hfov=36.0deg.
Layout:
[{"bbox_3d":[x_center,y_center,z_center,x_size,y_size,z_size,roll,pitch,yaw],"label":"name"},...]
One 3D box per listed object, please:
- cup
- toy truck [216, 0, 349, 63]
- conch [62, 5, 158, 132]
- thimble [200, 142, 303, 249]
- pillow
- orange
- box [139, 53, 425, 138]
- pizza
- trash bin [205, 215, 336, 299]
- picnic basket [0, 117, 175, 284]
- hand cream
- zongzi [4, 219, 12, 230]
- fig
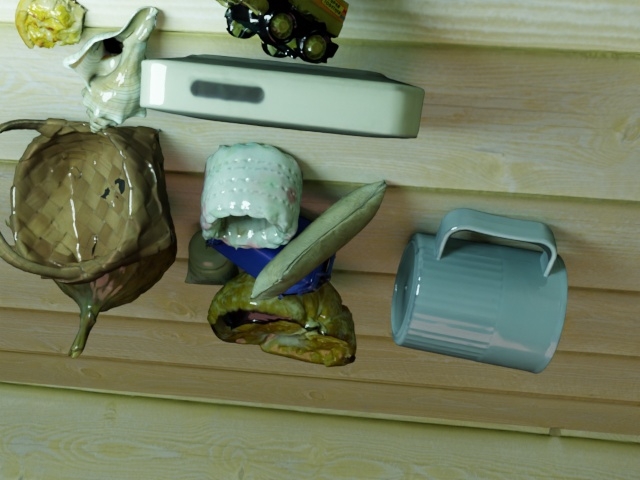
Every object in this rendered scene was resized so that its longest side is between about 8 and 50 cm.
[{"bbox_3d":[0.325,0.115,2.023,0.311,0.257,0.331,10,159,-5],"label":"cup"},{"bbox_3d":[-0.087,-0.319,1.223,0.257,0.127,0.127,21,-175,-34],"label":"toy truck"},{"bbox_3d":[-0.318,-0.260,1.488,0.137,0.114,0.234,0,124,-12],"label":"conch"},{"bbox_3d":[-0.136,-0.078,1.814,0.211,0.149,0.185,-11,154,38],"label":"thimble"},{"bbox_3d":[0.000,0.000,1.850,0.075,0.302,0.185,49,155,0],"label":"pillow"},{"bbox_3d":[-0.085,0.160,2.296,0.368,0.211,0.271,22,147,-34],"label":"orange"},{"bbox_3d":[-0.047,-0.201,1.397,0.367,0.091,0.373,7,-173,0],"label":"box"},{"bbox_3d":[-0.394,-0.319,1.434,0.099,0.036,0.160,13,157,-17],"label":"pizza"},{"bbox_3d":[-0.095,0.004,2.002,0.184,0.163,0.234,-11,145,46],"label":"trash bin"},{"bbox_3d":[-0.456,-0.069,1.689,0.337,0.293,0.337,-9,173,-1],"label":"picnic basket"},{"bbox_3d":[-0.248,0.061,2.261,0.147,0.093,0.306,2,160,-3],"label":"hand cream"},{"bbox_3d":[-0.633,0.017,2.259,0.197,0.099,0.194,23,154,-12],"label":"zongzi"},{"bbox_3d":[-0.457,0.066,1.983,0.286,0.369,0.286,13,154,7],"label":"fig"}]
